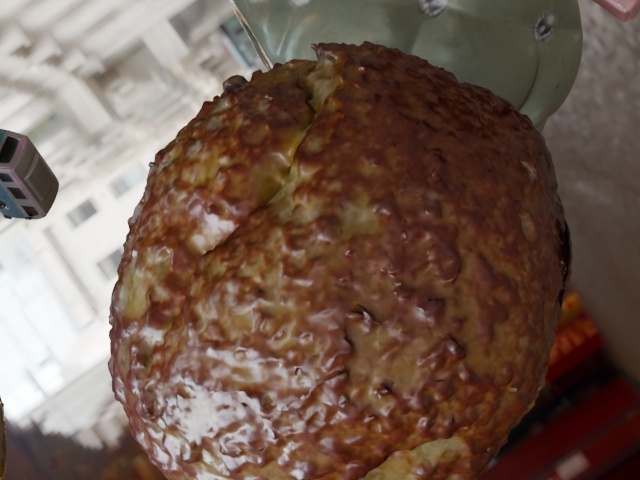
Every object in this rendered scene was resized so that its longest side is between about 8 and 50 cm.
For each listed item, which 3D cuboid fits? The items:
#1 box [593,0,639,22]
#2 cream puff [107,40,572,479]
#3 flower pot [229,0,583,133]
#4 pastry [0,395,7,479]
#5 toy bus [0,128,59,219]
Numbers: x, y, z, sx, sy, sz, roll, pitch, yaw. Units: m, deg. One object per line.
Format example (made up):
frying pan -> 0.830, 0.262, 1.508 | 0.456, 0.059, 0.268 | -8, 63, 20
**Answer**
box -> 0.121, -0.173, 0.739 | 0.125, 0.089, 0.043 | 36, -172, 7
cream puff -> -0.002, 0.013, 0.733 | 0.164, 0.240, 0.240 | 36, -168, -30
flower pot -> 0.059, -0.148, 1.066 | 0.246, 0.195, 0.246 | 58, 180, 0
pastry -> -0.542, 0.252, 1.784 | 0.388, 0.388, 0.312 | 56, 145, 28
toy bus -> -0.337, -0.072, 1.754 | 0.075, 0.060, 0.123 | 10, 154, 20
